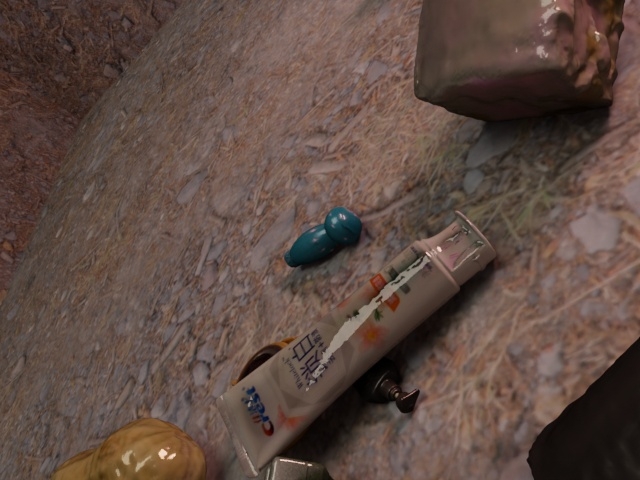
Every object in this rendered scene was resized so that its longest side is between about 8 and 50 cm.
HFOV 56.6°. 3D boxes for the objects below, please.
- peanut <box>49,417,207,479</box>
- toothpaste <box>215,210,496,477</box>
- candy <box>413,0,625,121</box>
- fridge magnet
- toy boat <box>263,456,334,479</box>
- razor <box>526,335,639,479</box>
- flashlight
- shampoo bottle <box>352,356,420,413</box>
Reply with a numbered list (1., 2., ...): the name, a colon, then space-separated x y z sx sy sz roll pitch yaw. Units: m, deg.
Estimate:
1. peanut: -0.255 0.307 0.763 0.290 0.130 0.130 -31 39 32
2. toothpaste: 0.029 0.098 0.589 0.323 0.066 0.100 -41 50 6
3. candy: 0.199 -0.220 0.593 0.195 0.137 0.185 7 86 54
4. fridge magnet: -0.050 0.172 0.671 0.143 0.063 0.143 -36 34 29
5. toy boat: -0.045 0.340 0.458 0.141 0.092 0.319 110 172 -61
6. razor: 0.269 0.078 0.293 0.327 0.107 0.189 -44 32 18
7. flashlight: 0.000 0.000 0.775 0.129 0.051 0.051 -33 38 35
8. shampoo bottle: 0.049 0.135 0.607 0.048 0.027 0.137 -57 32 -2
